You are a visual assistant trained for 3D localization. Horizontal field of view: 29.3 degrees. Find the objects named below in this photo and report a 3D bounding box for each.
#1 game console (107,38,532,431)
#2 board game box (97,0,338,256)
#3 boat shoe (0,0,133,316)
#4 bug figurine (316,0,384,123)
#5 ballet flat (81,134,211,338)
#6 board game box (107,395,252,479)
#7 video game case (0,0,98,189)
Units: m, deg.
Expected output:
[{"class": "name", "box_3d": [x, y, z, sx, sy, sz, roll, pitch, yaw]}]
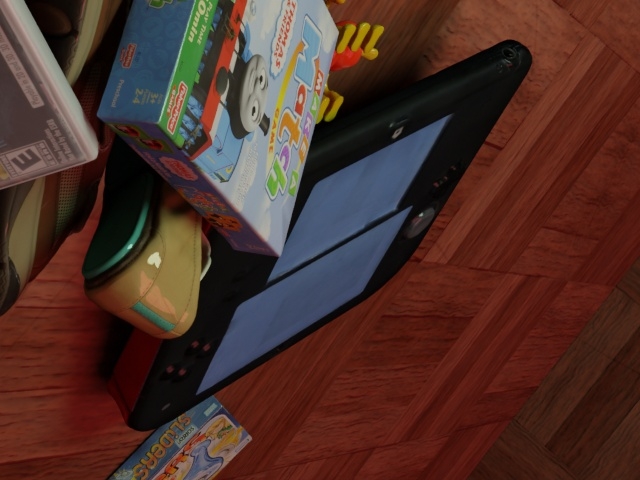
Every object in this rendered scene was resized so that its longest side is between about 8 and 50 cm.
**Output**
[{"class": "game console", "box_3d": [0.000, 0.000, 1.067, 0.386, 0.060, 0.342, -30, 163, -39]}, {"class": "board game box", "box_3d": [-0.047, -0.098, 0.692, 0.211, 0.039, 0.160, 53, 49, -68]}, {"class": "boat shoe", "box_3d": [-0.159, -0.098, 0.665, 0.120, 0.122, 0.324, -41, 164, -49]}, {"class": "bug figurine", "box_3d": [0.011, -0.210, 0.832, 0.216, 0.072, 0.279, -7, 138, -49]}, {"class": "ballet flat", "box_3d": [-0.099, -0.024, 0.770, 0.080, 0.232, 0.073, -32, 120, 25]}, {"class": "board game box", "box_3d": [-0.166, 0.249, 1.261, 0.201, 0.035, 0.136, -45, 157, -9]}, {"class": "video game case", "box_3d": [-0.213, -0.079, 0.534, 0.173, 0.022, 0.190, -17, 138, 4]}]
